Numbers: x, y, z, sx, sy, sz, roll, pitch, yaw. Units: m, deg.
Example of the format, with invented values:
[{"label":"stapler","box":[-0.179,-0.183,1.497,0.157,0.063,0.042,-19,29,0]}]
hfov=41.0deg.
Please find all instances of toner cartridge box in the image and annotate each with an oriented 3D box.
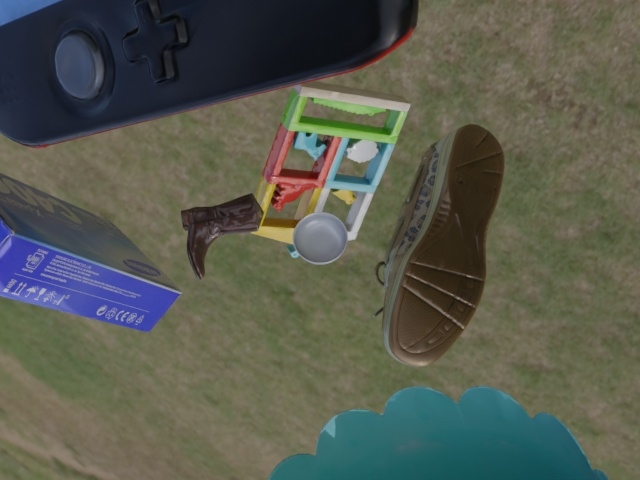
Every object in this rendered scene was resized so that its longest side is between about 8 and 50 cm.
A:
[{"label":"toner cartridge box","box":[-0.316,0.009,1.008,0.165,0.075,0.348,42,-177,23]}]

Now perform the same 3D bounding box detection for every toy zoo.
[{"label":"toy zoo","box":[0.003,-0.096,1.305,0.030,0.192,0.293,55,131,46]}]

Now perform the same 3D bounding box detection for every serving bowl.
[{"label":"serving bowl","box":[0.000,0.000,1.294,0.083,0.083,0.027,29,163,12]}]

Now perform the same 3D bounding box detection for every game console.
[{"label":"game console","box":[-0.127,-0.259,0.472,0.342,0.060,0.387,-5,101,41]}]

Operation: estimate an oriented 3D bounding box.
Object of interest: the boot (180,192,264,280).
[{"label":"boot","box":[-0.131,-0.006,1.196,0.037,0.114,0.106,132,127,-87]}]

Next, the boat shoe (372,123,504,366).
[{"label":"boat shoe","box":[0.128,0.007,0.961,0.104,0.285,0.089,32,159,-24]}]

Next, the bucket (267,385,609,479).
[{"label":"bucket","box":[0.088,0.258,0.566,0.281,0.281,0.183,6,138,40]}]
